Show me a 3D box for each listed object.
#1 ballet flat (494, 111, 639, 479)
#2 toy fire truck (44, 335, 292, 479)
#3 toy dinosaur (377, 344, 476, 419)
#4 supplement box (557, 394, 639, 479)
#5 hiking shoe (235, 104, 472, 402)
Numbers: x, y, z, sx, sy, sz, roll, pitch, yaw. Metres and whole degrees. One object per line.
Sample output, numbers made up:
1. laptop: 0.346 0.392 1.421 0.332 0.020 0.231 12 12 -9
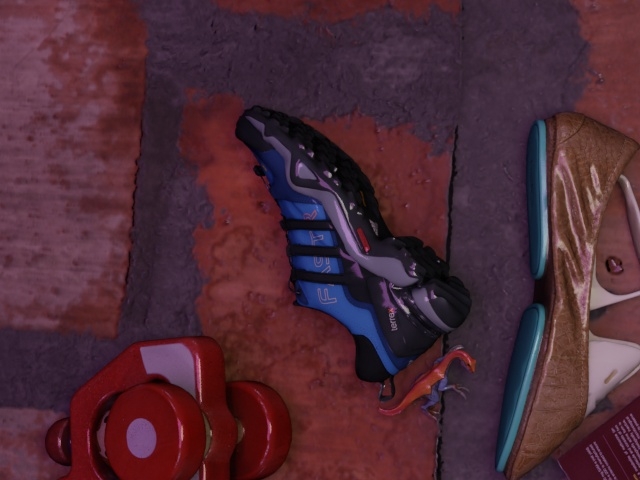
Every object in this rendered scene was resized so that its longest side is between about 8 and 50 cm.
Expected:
1. ballet flat: 0.237 0.055 1.480 0.124 0.116 0.342 7 84 -2
2. toy fire truck: -0.170 0.248 1.560 0.254 0.169 0.302 -9 82 35
3. toy dinosaur: 0.110 0.134 1.519 0.047 0.090 0.082 51 145 24
4. supplement box: 0.337 0.177 1.404 0.239 0.073 0.130 -42 55 23
5. hiking shoe: 0.000 0.000 1.536 0.132 0.113 0.304 -47 67 16
